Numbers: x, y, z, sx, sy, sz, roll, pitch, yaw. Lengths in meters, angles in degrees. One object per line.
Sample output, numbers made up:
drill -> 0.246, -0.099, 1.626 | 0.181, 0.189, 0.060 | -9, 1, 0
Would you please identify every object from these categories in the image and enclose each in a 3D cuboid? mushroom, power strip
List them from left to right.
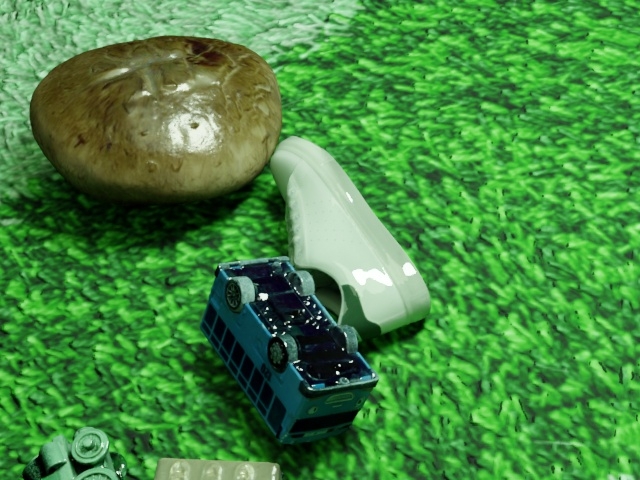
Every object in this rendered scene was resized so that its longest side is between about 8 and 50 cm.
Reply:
mushroom -> -0.176, -0.140, 1.697 | 0.278, 0.146, 0.278 | -2, 44, 2
power strip -> -0.095, 0.233, 1.436 | 0.123, 0.032, 0.056 | 0, 51, 10

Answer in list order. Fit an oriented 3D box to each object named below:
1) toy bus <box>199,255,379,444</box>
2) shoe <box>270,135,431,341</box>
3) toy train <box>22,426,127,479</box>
toy bus -> -0.033, 0.107, 1.484 | 0.090, 0.106, 0.185 | -4, 40, -36
shoe -> 0.000, 0.000, 1.580 | 0.110, 0.095, 0.265 | -31, 54, -15
toy train -> -0.215, 0.254, 1.419 | 0.104, 0.071, 0.178 | -27, 51, 1
